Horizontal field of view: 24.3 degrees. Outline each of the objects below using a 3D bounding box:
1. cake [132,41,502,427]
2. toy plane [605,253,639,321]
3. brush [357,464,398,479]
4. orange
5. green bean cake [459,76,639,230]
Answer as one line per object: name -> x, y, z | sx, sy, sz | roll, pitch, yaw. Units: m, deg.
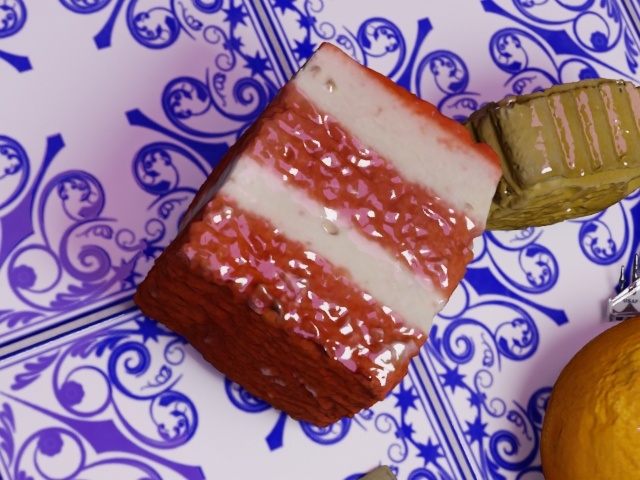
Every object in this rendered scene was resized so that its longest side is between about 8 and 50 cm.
cake -> 0.000, 0.000, 1.587 | 0.269, 0.270, 0.319 | 35, 65, -7
toy plane -> 0.426, 0.050, 1.830 | 0.160, 0.082, 0.234 | 1, 86, -11
brush -> -0.021, 0.333, 1.605 | 0.282, 0.048, 0.054 | -30, 88, -26
orange -> 0.397, 0.227, 1.645 | 0.312, 0.312, 0.312 | 6, 72, -18
green bean cake -> 0.271, -0.095, 1.742 | 0.229, 0.224, 0.131 | -9, 77, -25
